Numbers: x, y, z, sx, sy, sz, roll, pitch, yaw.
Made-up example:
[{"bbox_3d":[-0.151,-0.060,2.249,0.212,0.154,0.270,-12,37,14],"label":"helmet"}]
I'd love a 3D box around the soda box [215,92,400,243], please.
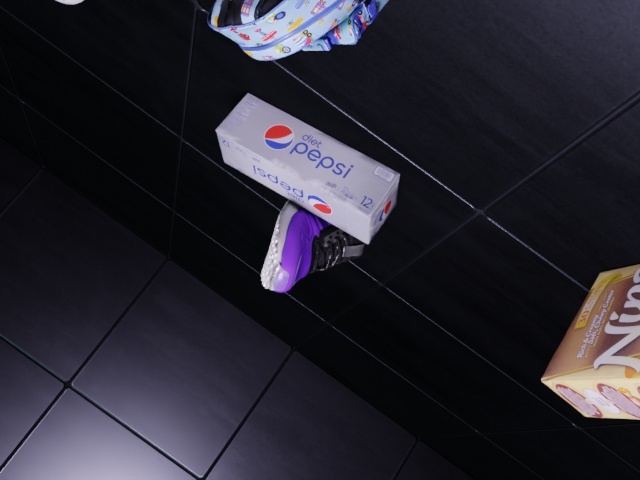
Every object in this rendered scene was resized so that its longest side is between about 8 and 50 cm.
[{"bbox_3d":[-0.020,-0.114,1.215,0.286,0.091,0.098,30,158,16],"label":"soda box"}]

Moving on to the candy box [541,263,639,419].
[{"bbox_3d":[0.408,0.107,0.877,0.087,0.183,0.316,40,160,-9],"label":"candy box"}]

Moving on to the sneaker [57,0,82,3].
[{"bbox_3d":[-0.389,-0.432,1.087,0.153,0.094,0.235,27,150,48],"label":"sneaker"}]

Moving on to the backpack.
[{"bbox_3d":[-0.021,-0.248,0.786,0.158,0.173,0.117,12,149,47],"label":"backpack"}]

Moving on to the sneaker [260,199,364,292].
[{"bbox_3d":[0.000,-0.001,1.262,0.146,0.293,0.102,19,119,1],"label":"sneaker"}]
